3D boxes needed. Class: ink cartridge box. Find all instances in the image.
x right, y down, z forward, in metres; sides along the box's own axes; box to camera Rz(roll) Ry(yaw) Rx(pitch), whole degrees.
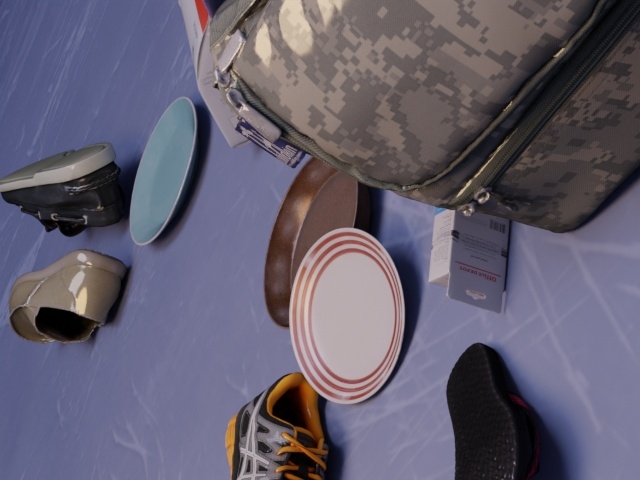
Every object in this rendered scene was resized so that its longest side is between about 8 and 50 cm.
[{"bbox_3d":[-0.130,-0.237,1.447,0.066,0.232,0.189,-27,38,8],"label":"ink cartridge box"},{"bbox_3d":[0.104,0.010,0.977,0.028,0.048,0.083,-29,48,57],"label":"ink cartridge box"}]

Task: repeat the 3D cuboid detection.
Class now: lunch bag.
[{"bbox_3d":[0.099,-0.165,0.842,0.305,0.256,0.212,-50,34,44],"label":"lunch bag"}]

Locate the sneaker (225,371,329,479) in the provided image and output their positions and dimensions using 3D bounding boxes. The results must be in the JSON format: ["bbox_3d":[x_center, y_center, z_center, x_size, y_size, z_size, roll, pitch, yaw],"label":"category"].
[{"bbox_3d":[-0.029,0.190,1.103,0.083,0.084,0.215,-53,30,27],"label":"sneaker"}]

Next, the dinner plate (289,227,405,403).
[{"bbox_3d":[0.024,0.060,1.117,0.141,0.017,0.141,-8,80,50],"label":"dinner plate"}]

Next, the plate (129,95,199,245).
[{"bbox_3d":[-0.182,-0.081,1.669,0.188,0.024,0.188,-42,39,47],"label":"plate"}]

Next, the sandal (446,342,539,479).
[{"bbox_3d":[0.116,0.127,0.899,0.067,0.040,0.179,-55,15,23],"label":"sandal"}]

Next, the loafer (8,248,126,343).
[{"bbox_3d":[-0.340,0.089,1.796,0.268,0.102,0.092,-33,39,53],"label":"loafer"}]

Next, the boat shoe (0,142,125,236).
[{"bbox_3d":[-0.349,-0.060,1.911,0.340,0.127,0.113,-5,112,56],"label":"boat shoe"}]

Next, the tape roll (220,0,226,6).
[{"bbox_3d":[0.000,-0.321,1.370,0.275,0.090,0.275,-43,39,48],"label":"tape roll"}]

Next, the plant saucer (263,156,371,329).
[{"bbox_3d":[0.000,0.000,1.227,0.168,0.029,0.168,-46,35,45],"label":"plant saucer"}]
